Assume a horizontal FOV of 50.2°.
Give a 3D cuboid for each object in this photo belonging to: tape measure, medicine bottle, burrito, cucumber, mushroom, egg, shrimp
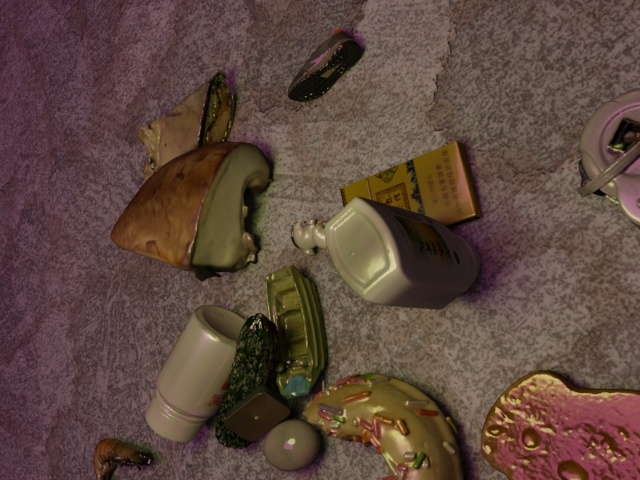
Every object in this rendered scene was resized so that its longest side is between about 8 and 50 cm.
[{"bbox_3d":[0.511,-0.140,1.077,0.197,0.120,0.236,31,98,37],"label":"tape measure"},{"bbox_3d":[-0.274,0.305,1.552,0.170,0.170,0.292,39,106,33],"label":"medicine bottle"},{"bbox_3d":[-0.332,-0.264,1.711,0.348,0.107,0.175,-26,85,33],"label":"burrito"},{"bbox_3d":[-0.152,0.288,1.444,0.096,0.096,0.359,36,125,33],"label":"cucumber"},{"bbox_3d":[-0.336,-0.094,1.617,0.397,0.224,0.313,12,94,37],"label":"mushroom"},{"bbox_3d":[-0.061,0.427,1.423,0.135,0.103,0.103,-29,68,36],"label":"egg"},{"bbox_3d":[0.158,0.029,1.178,0.124,0.324,0.179,-43,59,24],"label":"medicine bottle"},{"bbox_3d":[-0.503,0.614,1.760,0.262,0.051,0.198,-8,86,38],"label":"shrimp"}]

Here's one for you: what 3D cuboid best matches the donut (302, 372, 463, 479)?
[{"bbox_3d":[0.112,0.432,1.269,0.307,0.150,0.370,-16,74,33],"label":"donut"}]

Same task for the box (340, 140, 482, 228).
[{"bbox_3d":[0.173,-0.076,1.360,0.279,0.041,0.153,-20,74,32],"label":"box"}]

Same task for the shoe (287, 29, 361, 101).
[{"bbox_3d":[0.001,-0.386,1.509,0.194,0.074,0.077,-37,53,24],"label":"shoe"}]

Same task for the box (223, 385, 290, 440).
[{"bbox_3d":[-0.132,0.358,1.415,0.126,0.091,0.031,-42,27,19],"label":"box"}]

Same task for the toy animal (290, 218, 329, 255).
[{"bbox_3d":[0.000,-0.007,1.454,0.124,0.071,0.085,1,84,36],"label":"toy animal"}]

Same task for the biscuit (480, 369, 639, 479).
[{"bbox_3d":[0.437,0.349,1.101,0.344,0.057,0.287,43,109,32],"label":"biscuit"}]

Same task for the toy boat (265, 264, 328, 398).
[{"bbox_3d":[-0.051,0.196,1.464,0.111,0.084,0.276,-22,69,35],"label":"toy boat"}]
